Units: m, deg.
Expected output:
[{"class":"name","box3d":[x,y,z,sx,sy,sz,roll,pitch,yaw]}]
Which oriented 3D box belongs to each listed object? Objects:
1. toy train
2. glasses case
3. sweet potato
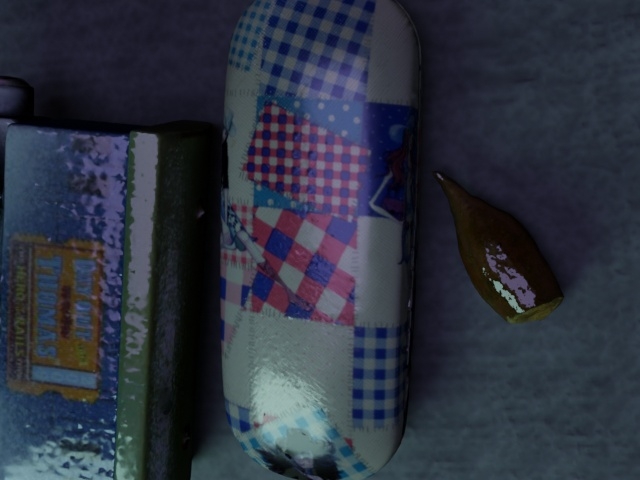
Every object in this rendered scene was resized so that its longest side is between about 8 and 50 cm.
[{"class":"toy train","box3d":[-0.181,0.043,0.644,0.202,0.131,0.300,7,102,10]},{"class":"glasses case","box3d":[0.000,0.000,0.611,0.125,0.076,0.327,5,101,16]},{"class":"sweet potato","box3d":[0.106,0.003,0.592,0.049,0.049,0.117,-38,82,20]}]
